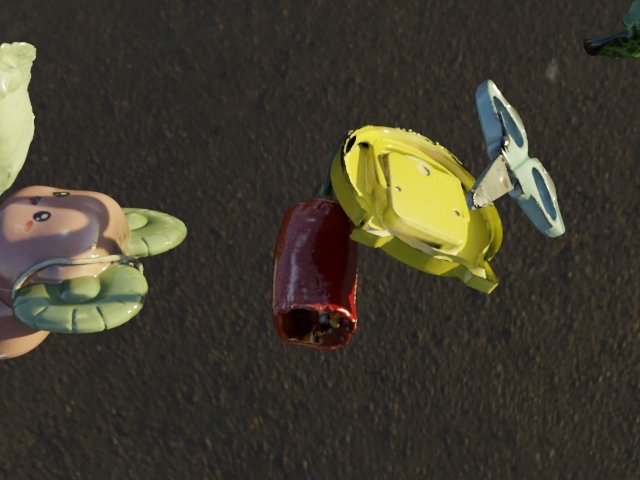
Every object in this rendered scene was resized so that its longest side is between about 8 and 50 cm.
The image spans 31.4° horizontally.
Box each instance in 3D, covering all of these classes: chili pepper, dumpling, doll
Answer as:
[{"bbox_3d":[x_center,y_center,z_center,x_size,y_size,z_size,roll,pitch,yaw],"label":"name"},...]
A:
[{"bbox_3d":[-0.004,0.002,1.765,0.135,0.131,0.338,-4,55,9],"label":"chili pepper"},{"bbox_3d":[-0.276,-0.060,0.868,0.216,0.149,0.105,-50,63,15],"label":"dumpling"},{"bbox_3d":[-0.316,0.042,1.423,0.268,0.216,0.284,3,31,13],"label":"doll"}]

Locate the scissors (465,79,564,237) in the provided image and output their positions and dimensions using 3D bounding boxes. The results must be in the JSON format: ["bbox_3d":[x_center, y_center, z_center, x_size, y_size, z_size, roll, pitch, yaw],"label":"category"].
[{"bbox_3d":[0.188,-0.068,1.149,0.029,0.360,0.191,-25,93,19],"label":"scissors"}]

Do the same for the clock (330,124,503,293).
[{"bbox_3d":[0.138,-0.049,1.687,0.277,0.071,0.293,26,38,-13],"label":"clock"}]

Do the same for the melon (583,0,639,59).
[{"bbox_3d":[0.212,-0.190,0.526,0.114,0.053,0.261,39,99,15],"label":"melon"}]
